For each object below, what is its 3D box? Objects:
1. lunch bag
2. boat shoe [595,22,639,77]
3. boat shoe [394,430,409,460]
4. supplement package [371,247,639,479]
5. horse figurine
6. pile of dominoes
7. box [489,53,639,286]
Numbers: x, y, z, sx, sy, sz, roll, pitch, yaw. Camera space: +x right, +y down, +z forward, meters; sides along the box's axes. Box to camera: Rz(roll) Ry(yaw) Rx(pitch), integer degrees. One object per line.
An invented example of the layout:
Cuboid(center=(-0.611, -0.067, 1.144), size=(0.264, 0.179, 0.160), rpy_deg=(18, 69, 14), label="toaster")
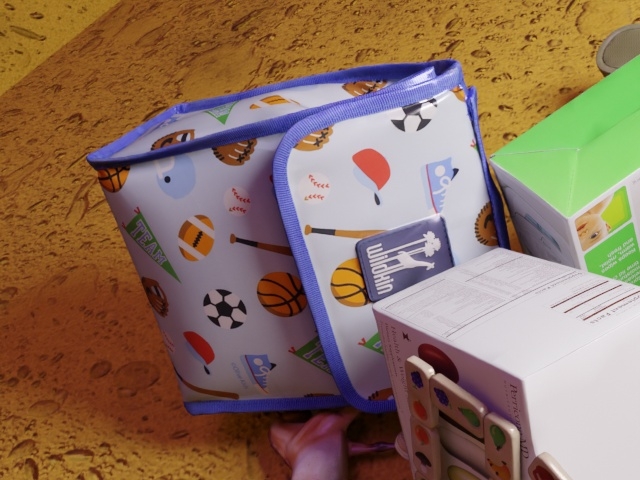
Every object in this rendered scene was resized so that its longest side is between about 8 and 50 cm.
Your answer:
Cuboid(center=(0.000, 0.000, 0.959), size=(0.386, 0.327, 0.239), rpy_deg=(-7, 23, 25), label="lunch bag")
Cuboid(center=(0.468, -0.179, 1.053), size=(0.113, 0.103, 0.302), rpy_deg=(-54, 42, -6), label="boat shoe")
Cuboid(center=(0.133, 0.172, 0.890), size=(0.135, 0.045, 0.050), rpy_deg=(-17, 43, -24), label="boat shoe")
Cuboid(center=(0.172, 0.135, 0.756), size=(0.149, 0.194, 0.203), rpy_deg=(-23, 20, -23), label="supplement package")
Cuboid(center=(0.024, 0.239, 0.912), size=(0.175, 0.066, 0.263), rpy_deg=(-14, 36, 9), label="horse figurine")
Cuboid(center=(0.125, 0.235, 0.695), size=(0.040, 0.251, 0.196), rpy_deg=(-24, 32, -27), label="pile of dominoes")
Cuboid(center=(0.326, -0.048, 0.897), size=(0.262, 0.231, 0.127), rpy_deg=(-34, 41, -5), label="box")
